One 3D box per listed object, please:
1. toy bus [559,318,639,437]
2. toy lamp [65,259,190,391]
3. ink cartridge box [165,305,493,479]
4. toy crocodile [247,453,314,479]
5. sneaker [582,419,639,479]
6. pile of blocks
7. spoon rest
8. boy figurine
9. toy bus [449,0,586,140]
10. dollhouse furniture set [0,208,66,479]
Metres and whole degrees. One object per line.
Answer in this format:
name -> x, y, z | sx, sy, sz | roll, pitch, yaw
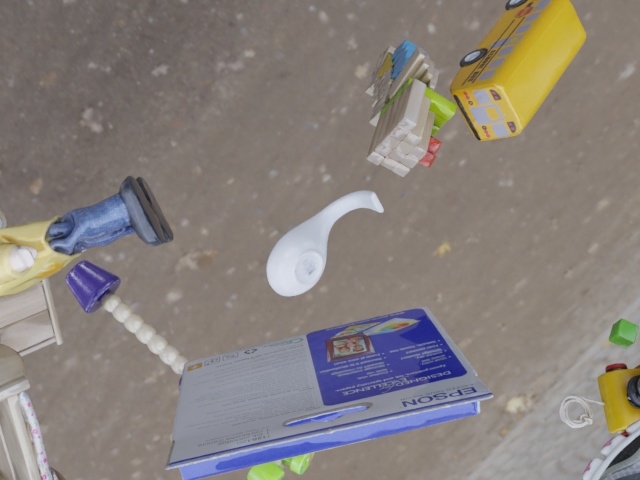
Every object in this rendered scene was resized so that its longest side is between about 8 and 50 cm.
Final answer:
toy bus -> 0.431, 0.185, 1.169 | 0.202, 0.191, 0.104 | -48, 171, -26
toy lamp -> -0.294, 0.138, 1.527 | 0.080, 0.275, 0.080 | -46, 174, -6
ink cartridge box -> 0.001, 0.166, 0.997 | 0.304, 0.307, 0.072 | -12, 104, -2
toy crocodile -> -0.041, 0.384, 2.028 | 0.340, 0.115, 0.105 | -61, 161, -19
sneaker -> 0.157, 0.165, 0.476 | 0.170, 0.075, 0.063 | -51, 118, -16
pile of blocks -> 0.155, -0.217, 1.474 | 0.113, 0.362, 0.149 | 28, 117, -14
spoon rest -> 0.000, 0.000, 1.909 | 0.276, 0.084, 0.137 | -42, 129, -15
boy figurine -> -0.309, 0.022, 1.028 | 0.285, 0.092, 0.177 | -26, -177, 0
toy bus -> 0.338, -0.309, 1.599 | 0.332, 0.130, 0.108 | -51, 119, -32
dollhouse furniture set -> -0.332, 0.141, 1.121 | 0.174, 0.356, 0.303 | -25, 123, -33
